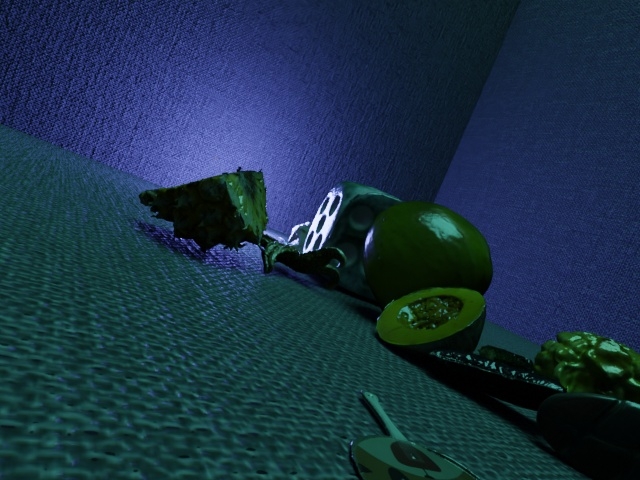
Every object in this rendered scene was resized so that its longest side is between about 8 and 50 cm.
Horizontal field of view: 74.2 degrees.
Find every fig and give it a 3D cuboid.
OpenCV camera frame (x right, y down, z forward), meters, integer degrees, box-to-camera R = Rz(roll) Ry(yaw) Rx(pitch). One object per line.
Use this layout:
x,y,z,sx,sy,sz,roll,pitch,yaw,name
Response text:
0.257,0.052,1.096,0.343,0.343,0.343,23,2,-1,fig

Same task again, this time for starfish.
-0.072,0.051,1.163,0.312,0.113,0.303,14,-5,25,starfish

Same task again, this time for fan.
0.080,0.192,0.375,0.153,0.008,0.227,21,3,-19,fan

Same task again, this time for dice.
0.150,0.006,1.437,0.328,0.330,0.348,24,-1,-13,dice

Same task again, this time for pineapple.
-0.281,-0.047,1.025,0.286,0.208,0.344,-12,9,10,pineapple

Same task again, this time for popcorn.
0.562,0.287,0.860,0.235,0.181,0.217,19,1,28,popcorn

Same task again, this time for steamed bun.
0.000,0.000,1.892,0.280,0.207,0.268,21,2,7,steamed bun

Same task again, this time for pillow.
0.298,0.233,0.706,0.208,0.055,0.141,11,-20,38,pillow

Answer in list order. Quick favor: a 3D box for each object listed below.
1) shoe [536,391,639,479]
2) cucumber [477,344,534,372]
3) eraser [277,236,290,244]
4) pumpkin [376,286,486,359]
0.444,0.281,0.568,0.291,0.114,0.137,26,8,15,shoe
0.479,0.311,1.093,0.187,0.058,0.058,23,2,-31,cucumber
-0.142,0.028,1.529,0.026,0.065,0.105,21,2,-22,eraser
0.233,0.178,0.849,0.110,0.217,0.217,63,-11,-17,pumpkin
